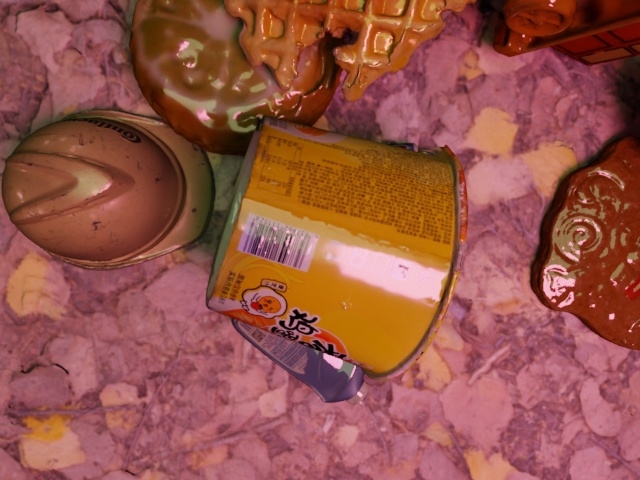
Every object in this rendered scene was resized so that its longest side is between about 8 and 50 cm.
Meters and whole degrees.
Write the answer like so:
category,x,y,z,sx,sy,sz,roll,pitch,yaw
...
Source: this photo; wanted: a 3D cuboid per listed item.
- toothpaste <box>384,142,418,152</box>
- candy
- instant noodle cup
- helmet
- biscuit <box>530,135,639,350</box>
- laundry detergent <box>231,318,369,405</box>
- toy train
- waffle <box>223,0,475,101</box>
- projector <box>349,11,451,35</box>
category,x,y,z,sx,sy,sz,roll,pitch,yaw
toothpaste,0.053,-0.104,0.669,0.197,0.035,0.057,-4,76,-1
candy,-0.097,-0.231,0.617,0.259,0.118,0.260,0,89,-3
instant noodle cup,0.000,0.000,0.542,0.200,0.264,0.264,16,91,-13
helmet,-0.264,-0.063,0.602,0.257,0.137,0.204,-8,92,-3
biscuit,0.429,0.003,0.685,0.257,0.049,0.273,27,89,-3
laundry detergent,-0.013,0.137,0.659,0.206,0.061,0.097,43,86,-3
toy train,0.337,-0.294,0.544,0.231,0.369,0.163,9,91,-30
waffle,0.016,-0.281,0.520,0.261,0.056,0.250,-33,88,18
projector,0.094,-0.380,0.569,0.259,0.079,0.257,-33,86,42
